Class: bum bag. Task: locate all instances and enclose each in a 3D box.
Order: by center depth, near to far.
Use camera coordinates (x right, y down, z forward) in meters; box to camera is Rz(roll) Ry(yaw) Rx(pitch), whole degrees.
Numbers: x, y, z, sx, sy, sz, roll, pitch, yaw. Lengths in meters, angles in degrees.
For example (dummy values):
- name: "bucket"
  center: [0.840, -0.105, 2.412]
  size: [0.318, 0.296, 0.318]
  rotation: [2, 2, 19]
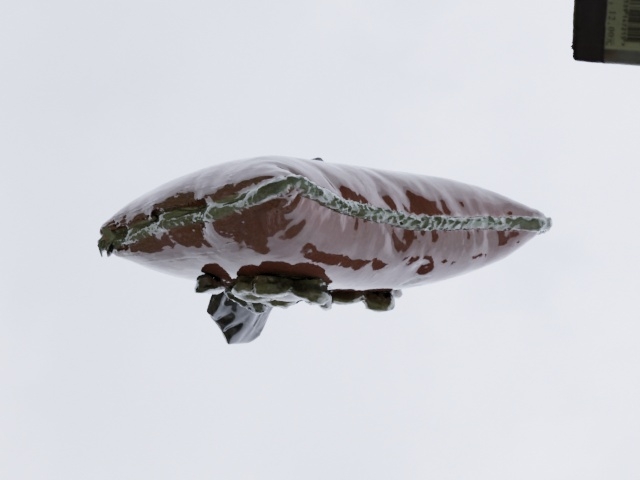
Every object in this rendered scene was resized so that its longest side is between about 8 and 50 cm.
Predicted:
- name: "bum bag"
  center: [-0.050, 0.006, 1.079]
  size: [0.049, 0.087, 0.197]
  rotation: [26, -93, 36]

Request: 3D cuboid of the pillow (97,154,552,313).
- name: "pillow"
  center: [0.000, 0.000, 0.583]
  size: [0.171, 0.179, 0.075]
  rotation: [-8, -98, 52]

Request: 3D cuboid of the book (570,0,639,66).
- name: "book"
  center: [0.227, -0.146, 0.481]
  size: [0.231, 0.026, 0.157]
  rotation: [9, -64, 24]
